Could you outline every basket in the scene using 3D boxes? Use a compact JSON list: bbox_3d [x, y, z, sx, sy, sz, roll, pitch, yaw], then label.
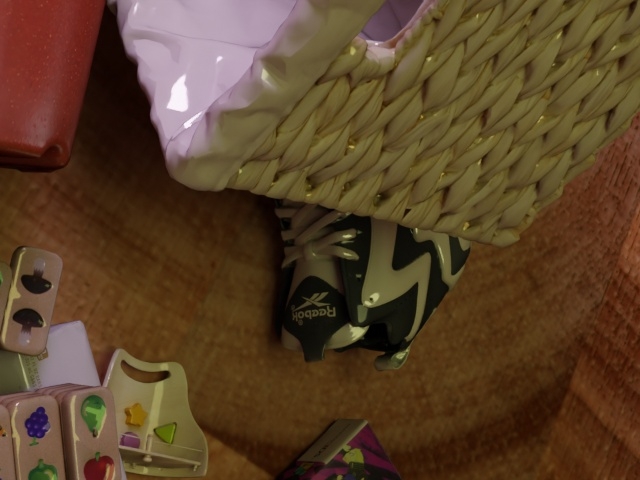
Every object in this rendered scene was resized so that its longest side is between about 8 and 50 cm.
[{"bbox_3d":[0.057,-0.222,0.827,0.266,0.328,0.331,15,39,-40],"label":"basket"}]

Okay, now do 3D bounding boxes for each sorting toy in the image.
[{"bbox_3d":[-0.115,0.110,0.896,0.083,0.045,0.075,19,67,-33],"label":"sorting toy"}]

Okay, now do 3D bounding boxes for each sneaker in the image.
[{"bbox_3d":[0.000,0.000,0.956,0.235,0.094,0.153,47,51,-34],"label":"sneaker"}]

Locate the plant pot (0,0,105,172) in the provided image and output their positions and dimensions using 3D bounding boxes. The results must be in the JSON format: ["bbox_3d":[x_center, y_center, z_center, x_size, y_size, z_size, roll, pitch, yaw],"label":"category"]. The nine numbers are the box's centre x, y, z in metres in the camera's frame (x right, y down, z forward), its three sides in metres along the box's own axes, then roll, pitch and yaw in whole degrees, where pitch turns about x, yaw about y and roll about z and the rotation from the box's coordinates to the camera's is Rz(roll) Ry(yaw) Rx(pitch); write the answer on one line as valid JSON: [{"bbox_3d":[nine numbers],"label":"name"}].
[{"bbox_3d":[-0.215,-0.180,0.735,0.272,0.272,0.265,8,88,-35],"label":"plant pot"}]

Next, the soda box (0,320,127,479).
[{"bbox_3d":[-0.158,0.161,0.823,0.069,0.074,0.216,-26,102,-63],"label":"soda box"}]

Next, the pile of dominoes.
[{"bbox_3d":[-0.216,0.109,0.686,0.251,0.040,0.196,-7,93,-42],"label":"pile of dominoes"}]

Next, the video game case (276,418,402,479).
[{"bbox_3d":[0.012,0.278,0.966,0.210,0.042,0.232,-40,107,-34],"label":"video game case"}]
